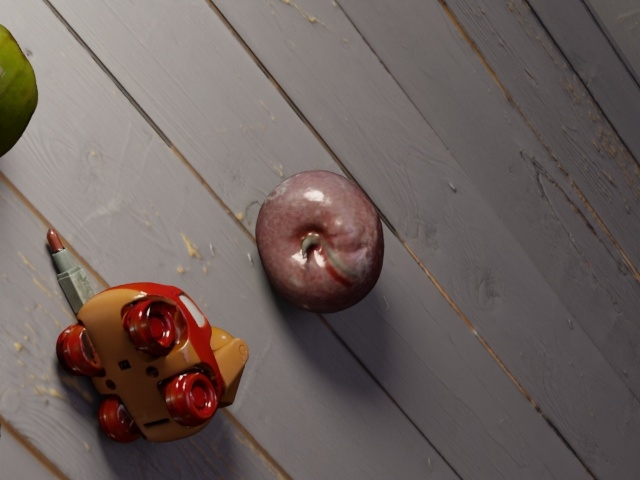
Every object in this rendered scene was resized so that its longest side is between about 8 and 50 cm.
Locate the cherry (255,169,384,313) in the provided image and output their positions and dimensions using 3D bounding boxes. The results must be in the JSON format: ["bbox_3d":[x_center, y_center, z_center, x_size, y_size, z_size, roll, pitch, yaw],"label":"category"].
[{"bbox_3d":[0.000,0.000,2.309,0.285,0.212,0.236,-33,130,-71],"label":"cherry"}]

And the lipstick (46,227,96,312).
[{"bbox_3d":[-0.367,0.041,2.020,0.030,0.030,0.129,-34,102,-48],"label":"lipstick"}]

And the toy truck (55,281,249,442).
[{"bbox_3d":[-0.224,0.161,2.027,0.265,0.189,0.239,63,33,-15],"label":"toy truck"}]

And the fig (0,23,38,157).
[{"bbox_3d":[-0.487,-0.189,1.856,0.203,0.203,0.225,44,70,-29],"label":"fig"}]
